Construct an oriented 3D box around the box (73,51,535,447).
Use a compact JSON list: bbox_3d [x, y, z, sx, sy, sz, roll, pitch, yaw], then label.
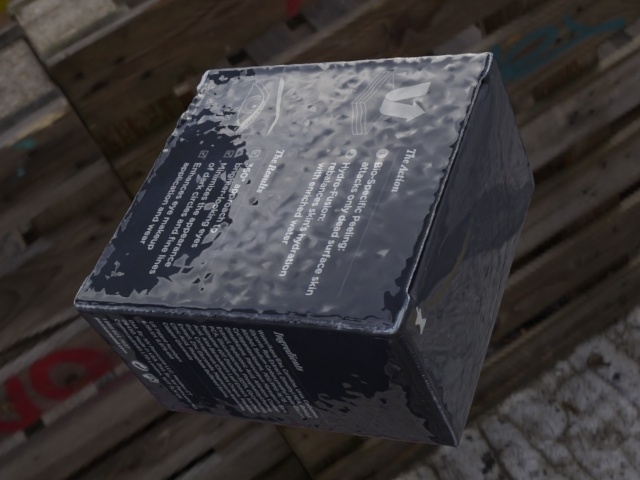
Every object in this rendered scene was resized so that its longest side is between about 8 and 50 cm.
[{"bbox_3d":[0.000,0.000,0.487,0.158,0.093,0.156,2,51,29],"label":"box"}]
